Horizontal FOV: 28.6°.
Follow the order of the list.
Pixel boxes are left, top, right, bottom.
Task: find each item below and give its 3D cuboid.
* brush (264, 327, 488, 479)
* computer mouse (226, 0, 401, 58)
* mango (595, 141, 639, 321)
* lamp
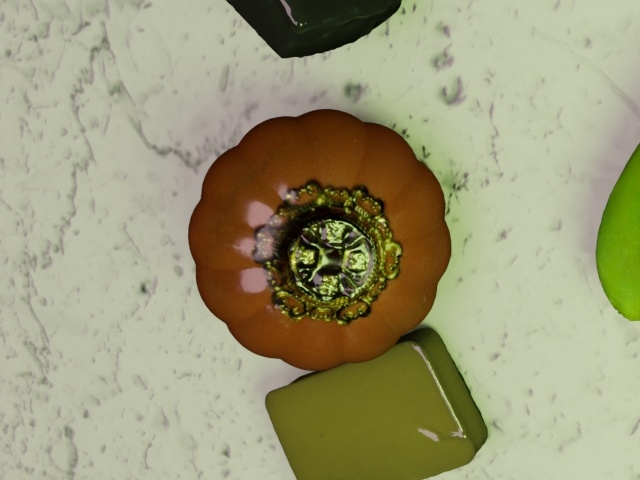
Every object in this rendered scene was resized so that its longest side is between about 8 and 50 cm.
[{"bbox_3d":[0.050,0.163,1.152,0.197,0.059,0.123,-25,92,36],"label":"brush"},{"bbox_3d":[-0.041,-0.276,1.021,0.269,0.170,0.100,47,138,10],"label":"computer mouse"},{"bbox_3d":[0.284,-0.036,0.914,0.125,0.111,0.233,37,121,25],"label":"mango"},{"bbox_3d":[0.000,0.000,1.056,0.223,0.196,0.223,-1,98,-6],"label":"lamp"}]
